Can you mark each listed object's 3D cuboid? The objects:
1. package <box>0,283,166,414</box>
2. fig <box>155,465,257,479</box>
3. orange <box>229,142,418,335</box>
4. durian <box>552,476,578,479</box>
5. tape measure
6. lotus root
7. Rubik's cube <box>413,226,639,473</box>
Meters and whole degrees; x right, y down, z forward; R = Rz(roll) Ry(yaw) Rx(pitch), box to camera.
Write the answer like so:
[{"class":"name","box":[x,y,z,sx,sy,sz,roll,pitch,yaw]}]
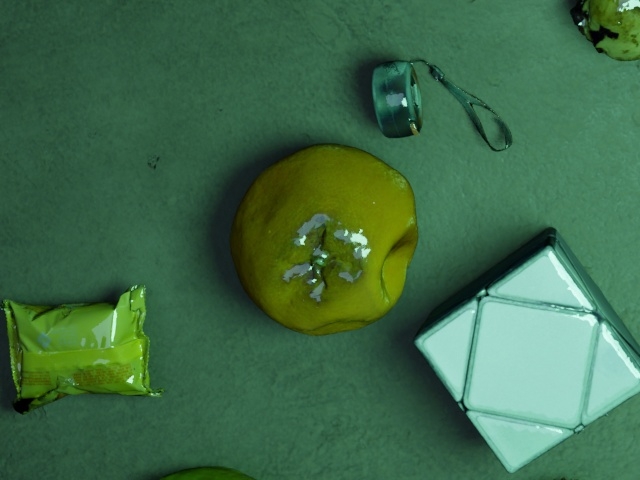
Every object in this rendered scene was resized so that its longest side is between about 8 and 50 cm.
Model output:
[{"class":"package","box":[-0.322,0.149,1.889,0.226,0.090,0.168,-5,99,14]},{"class":"fig","box":[-0.144,0.373,1.864,0.233,0.167,0.167,34,105,43]},{"class":"orange","box":[0.000,0.000,1.760,0.249,0.183,0.249,1,98,9]},{"class":"durian","box":[0.305,0.382,1.781,0.168,0.137,0.158,-32,110,0]},{"class":"tape measure","box":[0.152,-0.172,1.748,0.180,0.107,0.104,9,95,13]},{"class":"lotus root","box":[0.399,-0.308,1.680,0.214,0.138,0.138,-38,89,2]},{"class":"Rubik's cube","box":[0.259,0.129,1.715,0.205,0.205,0.207,-35,89,13]}]
